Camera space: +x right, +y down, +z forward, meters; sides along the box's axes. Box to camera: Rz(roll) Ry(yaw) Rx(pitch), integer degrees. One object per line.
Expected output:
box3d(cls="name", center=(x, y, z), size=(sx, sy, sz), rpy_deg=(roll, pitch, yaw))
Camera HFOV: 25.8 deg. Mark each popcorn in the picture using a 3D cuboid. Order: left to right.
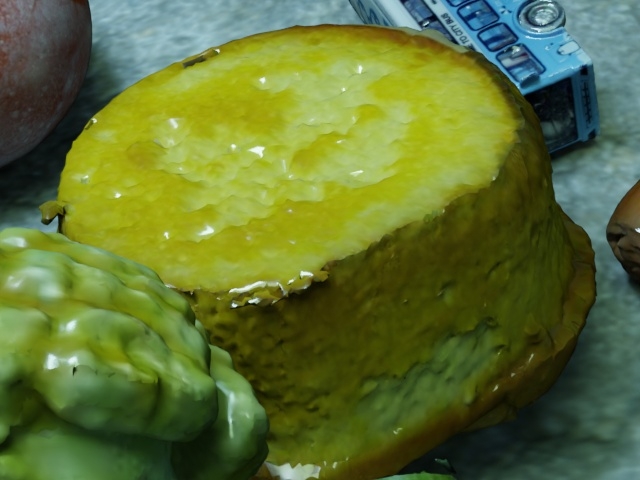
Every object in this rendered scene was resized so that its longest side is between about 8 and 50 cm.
box3d(cls="popcorn", center=(-0.200, 0.133, 0.760), size=(0.335, 0.279, 0.274), rpy_deg=(-13, 50, -25))

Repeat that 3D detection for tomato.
box3d(cls="tomato", center=(-0.336, -0.170, 1.254), size=(0.270, 0.227, 0.270), rpy_deg=(-10, 26, 5))

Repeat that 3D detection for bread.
box3d(cls="bread", center=(0.000, 0.000, 1.023), size=(0.398, 0.215, 0.398), rpy_deg=(-8, 37, 6))

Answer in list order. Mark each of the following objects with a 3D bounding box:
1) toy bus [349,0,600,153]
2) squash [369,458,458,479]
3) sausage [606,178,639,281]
box3d(cls="toy bus", center=(0.127, -0.191, 1.242), size=(0.131, 0.106, 0.297), rpy_deg=(-25, 49, -5))
box3d(cls="squash", center=(0.027, 0.222, 0.898), size=(0.170, 0.170, 0.123), rpy_deg=(-19, 62, -3))
box3d(cls="sausage", center=(0.372, -0.119, 1.134), size=(0.094, 0.094, 0.419), rpy_deg=(34, 65, 17))
